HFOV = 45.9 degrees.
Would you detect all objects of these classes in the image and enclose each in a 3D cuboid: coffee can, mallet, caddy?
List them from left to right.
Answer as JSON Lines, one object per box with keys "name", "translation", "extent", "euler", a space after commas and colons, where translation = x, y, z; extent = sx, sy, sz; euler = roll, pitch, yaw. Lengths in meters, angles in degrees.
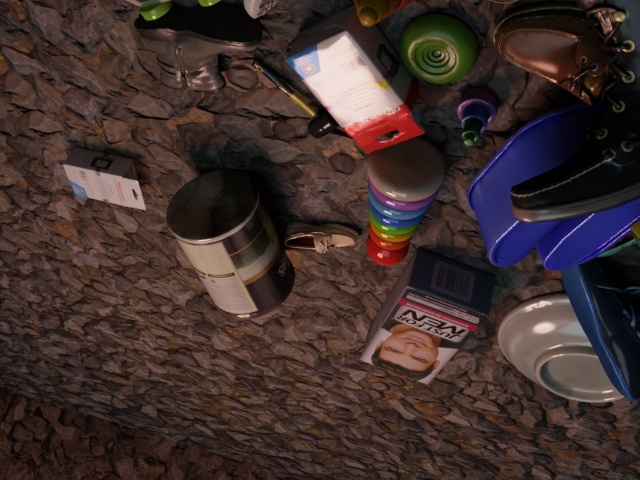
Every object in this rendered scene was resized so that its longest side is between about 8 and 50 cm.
{"name": "coffee can", "translation": [-0.189, 0.013, 1.637], "extent": [0.201, 0.201, 0.275], "euler": [3, 141, 22]}
{"name": "mallet", "translation": [-0.052, -0.256, 1.369], "extent": [0.190, 0.039, 0.062], "euler": [35, 144, -13]}
{"name": "caddy", "translation": [0.395, -0.092, 1.253], "extent": [0.241, 0.179, 0.341], "euler": [6, 148, -20]}

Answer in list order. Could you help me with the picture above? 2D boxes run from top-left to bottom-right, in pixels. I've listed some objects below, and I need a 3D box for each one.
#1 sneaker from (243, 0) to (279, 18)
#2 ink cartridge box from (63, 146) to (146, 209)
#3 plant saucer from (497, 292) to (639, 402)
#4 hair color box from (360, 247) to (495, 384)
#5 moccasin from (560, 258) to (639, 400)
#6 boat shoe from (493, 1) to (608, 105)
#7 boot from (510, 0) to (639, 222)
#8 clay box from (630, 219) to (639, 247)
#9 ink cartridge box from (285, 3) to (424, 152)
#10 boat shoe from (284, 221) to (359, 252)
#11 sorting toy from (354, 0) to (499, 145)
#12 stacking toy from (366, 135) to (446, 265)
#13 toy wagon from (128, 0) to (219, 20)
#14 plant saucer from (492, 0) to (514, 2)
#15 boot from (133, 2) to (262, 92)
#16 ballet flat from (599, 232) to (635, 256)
{"name": "sneaker", "translation": [-0.086, -0.438, 1.114], "extent": [0.095, 0.090, 0.235], "euler": [31, 141, 7]}
{"name": "ink cartridge box", "translation": [-0.470, -0.138, 1.692], "extent": [0.180, 0.060, 0.104], "euler": [13, 143, 10]}
{"name": "plant saucer", "translation": [0.595, 0.270, 1.695], "extent": [0.400, 0.100, 0.400], "euler": [13, 144, 10]}
{"name": "hair color box", "translation": [0.237, 0.186, 1.741], "extent": [0.185, 0.113, 0.374], "euler": [20, 145, -1]}
{"name": "moccasin", "translation": [0.585, 0.152, 1.507], "extent": [0.117, 0.138, 0.342], "euler": [-28, 108, 2]}
{"name": "boat shoe", "translation": [0.399, -0.257, 1.088], "extent": [0.307, 0.104, 0.110], "euler": [13, 144, 9]}
{"name": "boot", "translation": [0.389, -0.206, 0.980], "extent": [0.377, 0.138, 0.284], "euler": [-23, 102, 9]}
{"name": "clay box", "translation": [0.591, -0.061, 1.172], "extent": [0.222, 0.053, 0.127], "euler": [-40, 155, 14]}
{"name": "ink cartridge box", "translation": [0.069, -0.263, 1.260], "extent": [0.134, 0.078, 0.231], "euler": [-14, 132, 39]}
{"name": "boat shoe", "translation": [0.000, 0.000, 1.654], "extent": [0.170, 0.059, 0.063], "euler": [3, 141, 22]}
{"name": "sorting toy", "translation": [0.157, -0.279, 1.158], "extent": [0.127, 0.126, 0.365], "euler": [-17, 130, 39]}
{"name": "stacking toy", "translation": [0.149, -0.051, 1.467], "extent": [0.141, 0.141, 0.330], "euler": [14, 149, 7]}
{"name": "toy wagon", "translation": [-0.305, -0.473, 1.171], "extent": [0.344, 0.068, 0.267], "euler": [-3, 138, 30]}
{"name": "plant saucer", "translation": [0.261, -0.377, 1.073], "extent": [0.083, 0.015, 0.083], "euler": [12, 144, 9]}
{"name": "boot", "translation": [-0.192, -0.326, 1.316], "extent": [0.246, 0.083, 0.161], "euler": [10, 151, 22]}
{"name": "ballet flat", "translation": [0.545, -0.033, 1.318], "extent": [0.087, 0.083, 0.247], "euler": [-11, 160, -30]}
